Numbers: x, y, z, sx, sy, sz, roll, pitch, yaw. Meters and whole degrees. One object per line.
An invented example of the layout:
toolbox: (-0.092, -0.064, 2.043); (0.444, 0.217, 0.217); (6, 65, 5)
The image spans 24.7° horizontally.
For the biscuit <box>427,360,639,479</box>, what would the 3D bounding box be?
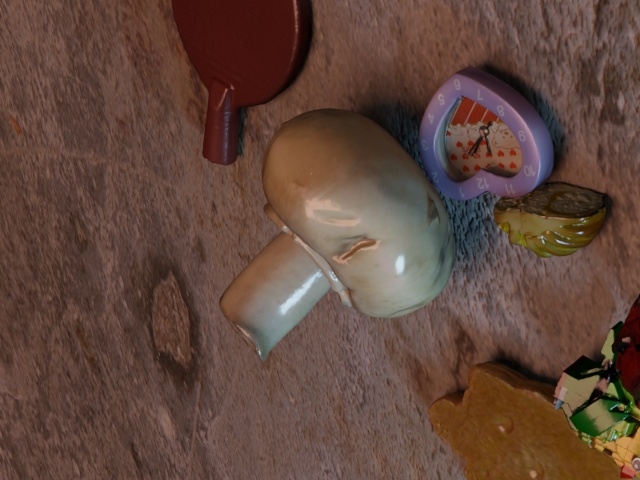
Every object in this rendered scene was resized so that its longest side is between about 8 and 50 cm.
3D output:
biscuit: (0.305, 0.306, 2.048); (0.376, 0.051, 0.269); (24, 130, 37)

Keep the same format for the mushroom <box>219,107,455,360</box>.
mushroom: (0.000, 0.000, 1.949); (0.314, 0.336, 0.314); (47, 178, 2)

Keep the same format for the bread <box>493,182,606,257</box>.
bread: (0.287, -0.022, 1.864); (0.157, 0.083, 0.094); (21, 138, 36)

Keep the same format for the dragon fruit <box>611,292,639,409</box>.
dragon fruit: (0.438, 0.145, 1.727); (0.189, 0.182, 0.182); (20, 126, 20)

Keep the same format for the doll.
doll: (0.385, 0.216, 1.871); (0.134, 0.106, 0.186); (-40, 81, 30)

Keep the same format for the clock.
clock: (0.212, -0.141, 1.876); (0.198, 0.064, 0.172); (-3, 107, 46)

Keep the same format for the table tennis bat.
table tennis bat: (-0.130, -0.295, 2.158); (0.268, 0.051, 0.414); (33, 131, 30)
